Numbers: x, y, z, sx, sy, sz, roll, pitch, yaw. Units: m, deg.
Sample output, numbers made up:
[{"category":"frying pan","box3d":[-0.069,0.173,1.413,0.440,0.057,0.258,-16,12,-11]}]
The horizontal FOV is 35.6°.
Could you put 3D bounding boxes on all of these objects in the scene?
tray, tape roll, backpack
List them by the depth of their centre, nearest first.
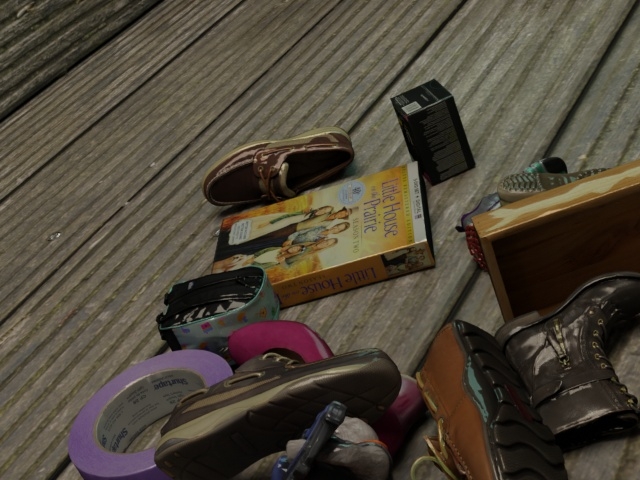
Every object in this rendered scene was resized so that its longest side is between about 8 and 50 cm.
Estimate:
[{"category":"tray","box3d":[0.444,-0.005,1.436,0.410,0.203,0.076,-19,28,7]},{"category":"tape roll","box3d":[-0.245,0.291,1.539,0.274,0.090,0.275,-17,30,10]},{"category":"backpack","box3d":[-0.160,0.128,1.689,0.188,0.144,0.166,-24,22,14]}]

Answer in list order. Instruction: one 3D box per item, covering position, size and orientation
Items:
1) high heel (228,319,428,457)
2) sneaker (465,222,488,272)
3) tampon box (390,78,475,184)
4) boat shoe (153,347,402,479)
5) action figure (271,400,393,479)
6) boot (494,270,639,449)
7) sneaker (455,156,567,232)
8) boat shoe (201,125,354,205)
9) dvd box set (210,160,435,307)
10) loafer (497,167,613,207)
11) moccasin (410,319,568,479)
[{"category":"high heel","box3d":[-0.036,0.222,1.458,0.377,0.127,0.181,10,32,39]},{"category":"sneaker","box3d":[0.337,0.009,1.626,0.225,0.088,0.092,14,36,37]},{"category":"tampon box","box3d":[0.223,-0.216,1.982,0.101,0.161,0.120,-24,28,-2]},{"category":"boat shoe","box3d":[-0.066,0.209,1.338,0.355,0.132,0.130,-21,41,12]},{"category":"action figure","box3d":[0.002,0.361,1.182,0.178,0.341,0.330,21,51,-8]},{"category":"boot","box3d":[0.373,0.169,1.339,0.262,0.091,0.229,-26,34,2]},{"category":"sneaker","box3d":[0.337,-0.082,1.767,0.223,0.083,0.098,-37,27,-22]},{"category":"boat shoe","box3d":[-0.089,-0.145,2.129,0.341,0.123,0.123,-16,28,-1]},{"category":"dvd box set","box3d":[0.000,0.000,1.879,0.420,0.062,0.308,-16,30,12]},{"category":"loafer","box3d":[0.430,-0.060,1.662,0.268,0.092,0.102,3,34,12]},{"category":"moccasin","box3d":[0.194,0.252,1.242,0.147,0.139,0.380,-55,28,20]}]
